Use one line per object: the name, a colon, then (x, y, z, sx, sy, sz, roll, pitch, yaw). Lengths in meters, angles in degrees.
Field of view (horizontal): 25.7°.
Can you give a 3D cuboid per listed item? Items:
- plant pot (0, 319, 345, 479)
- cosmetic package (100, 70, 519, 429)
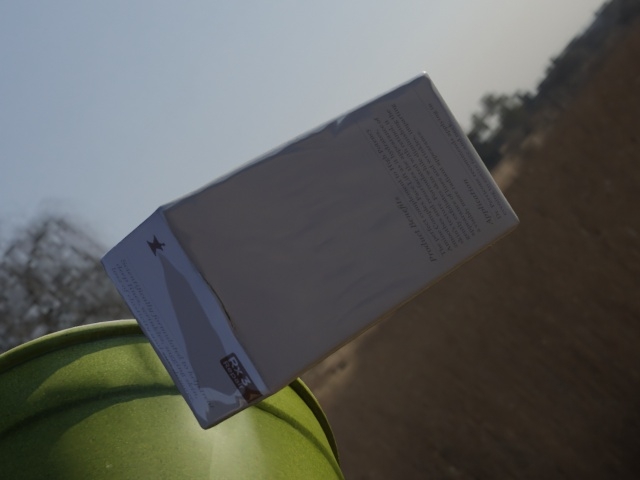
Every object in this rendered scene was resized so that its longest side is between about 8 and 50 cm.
plant pot: (-0.104, 0.296, 0.935, 0.366, 0.366, 0.353, -50, 32, 9)
cosmetic package: (0.000, 0.000, 0.810, 0.231, 0.117, 0.085, -29, -3, -39)
